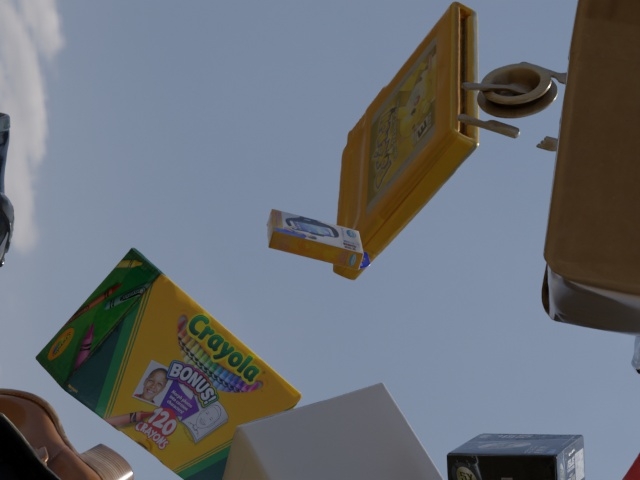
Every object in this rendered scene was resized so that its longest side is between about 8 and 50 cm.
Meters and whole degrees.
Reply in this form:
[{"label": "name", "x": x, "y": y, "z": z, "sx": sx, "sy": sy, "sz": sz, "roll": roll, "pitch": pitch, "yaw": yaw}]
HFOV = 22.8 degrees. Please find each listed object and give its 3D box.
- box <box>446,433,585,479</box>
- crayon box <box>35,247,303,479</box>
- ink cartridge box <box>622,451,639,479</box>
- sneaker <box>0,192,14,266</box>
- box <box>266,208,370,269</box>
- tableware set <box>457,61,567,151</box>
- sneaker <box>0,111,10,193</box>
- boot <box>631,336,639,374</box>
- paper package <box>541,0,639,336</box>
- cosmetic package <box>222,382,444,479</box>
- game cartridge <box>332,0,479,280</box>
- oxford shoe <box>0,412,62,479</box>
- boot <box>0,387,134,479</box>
[{"label": "box", "x": 0.263, "y": 0.307, "z": 2.118, "sx": 0.180, "sy": 0.147, "sz": 0.077, "roll": -6, "pitch": 94, "yaw": -68}, {"label": "crayon box", "x": -0.166, "y": 0.155, "z": 1.805, "sx": 0.278, "sy": 0.165, "sz": 0.081, "roll": 44, "pitch": -6, "yaw": -39}, {"label": "ink cartridge box", "x": 0.589, "y": 0.217, "z": 1.898, "sx": 0.279, "sy": 0.385, "sz": 0.160, "roll": 39, "pitch": -13, "yaw": -20}, {"label": "sneaker", "x": -0.365, "y": 0.032, "z": 1.252, "sx": 0.108, "sy": 0.271, "sz": 0.100, "roll": 60, "pitch": 6, "yaw": -40}, {"label": "box", "x": 0.000, "y": 0.000, "z": 2.036, "sx": 0.081, "sy": 0.136, "sz": 0.028, "roll": -100, "pitch": -156, "yaw": -68}, {"label": "tableware set", "x": 0.246, "y": -0.149, "z": 1.648, "sx": 0.194, "sy": 0.128, "sz": 0.039, "roll": 21, "pitch": -42, "yaw": 37}, {"label": "sneaker", "x": -0.419, "y": -0.066, "z": 1.710, "sx": 0.083, "sy": 0.222, "sz": 0.118, "roll": 10, "pitch": -72, "yaw": 39}, {"label": "boot", "x": 0.294, "y": 0.049, "z": 1.396, "sx": 0.106, "sy": 0.082, "sz": 0.219, "roll": 66, "pitch": 16, "yaw": 1}, {"label": "paper package", "x": 0.342, "y": -0.072, "z": 1.180, "sx": 0.168, "sy": 0.325, "sz": 0.309, "roll": 61, "pitch": 38, "yaw": -73}, {"label": "cosmetic package", "x": 0.056, "y": 0.326, "z": 1.323, "sx": 0.365, "sy": 0.155, "sz": 0.197, "roll": 55, "pitch": -33, "yaw": 34}, {"label": "game cartridge", "x": 0.117, "y": -0.140, "z": 2.250, "sx": 0.324, "sy": 0.052, "sz": 0.285, "roll": -48, "pitch": -154, "yaw": 40}, {"label": "oxford shoe", "x": -0.305, "y": 0.348, "z": 1.690, "sx": 0.397, "sy": 0.140, "sz": 0.146, "roll": 46, "pitch": -48, "yaw": 35}, {"label": "boot", "x": -0.401, "y": 0.290, "z": 2.005, "sx": 0.283, "sy": 0.220, "sz": 0.109, "roll": 28, "pitch": -69, "yaw": 19}]
